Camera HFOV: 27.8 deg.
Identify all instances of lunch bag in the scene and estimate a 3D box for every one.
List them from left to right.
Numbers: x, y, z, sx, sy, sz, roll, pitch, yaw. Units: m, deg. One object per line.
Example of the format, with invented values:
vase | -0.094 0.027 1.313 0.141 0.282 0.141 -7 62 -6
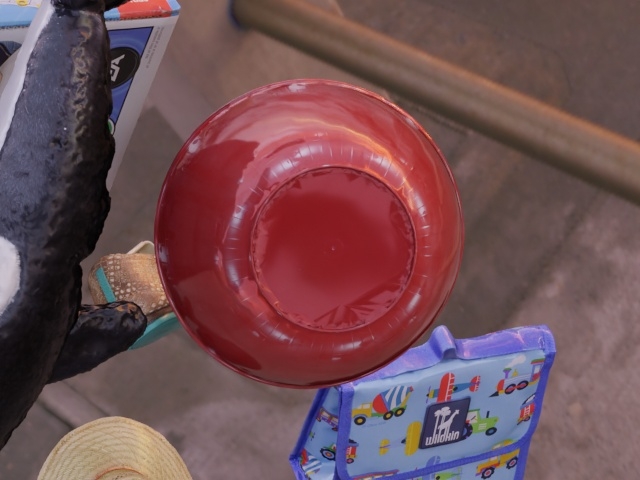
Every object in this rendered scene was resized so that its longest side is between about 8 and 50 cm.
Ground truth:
lunch bag | 0.103 0.177 1.301 0.221 0.293 0.138 -9 51 -15

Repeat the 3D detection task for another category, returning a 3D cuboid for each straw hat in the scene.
straw hat | -0.140 0.204 0.955 0.061 0.144 0.144 -9 51 58

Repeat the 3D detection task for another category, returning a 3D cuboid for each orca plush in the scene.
orca plush | -0.130 0.011 0.609 0.151 0.102 0.287 22 91 64

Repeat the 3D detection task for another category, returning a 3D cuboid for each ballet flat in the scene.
ballet flat | -0.095 0.028 0.892 0.073 0.206 0.067 -36 80 13

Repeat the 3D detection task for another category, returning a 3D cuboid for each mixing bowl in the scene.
mixing bowl | 0.000 0.000 0.703 0.182 0.098 0.181 0 94 -7

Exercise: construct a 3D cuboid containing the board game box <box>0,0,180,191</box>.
board game box | -0.270 -0.037 0.741 0.302 0.308 0.086 -11 57 -36
